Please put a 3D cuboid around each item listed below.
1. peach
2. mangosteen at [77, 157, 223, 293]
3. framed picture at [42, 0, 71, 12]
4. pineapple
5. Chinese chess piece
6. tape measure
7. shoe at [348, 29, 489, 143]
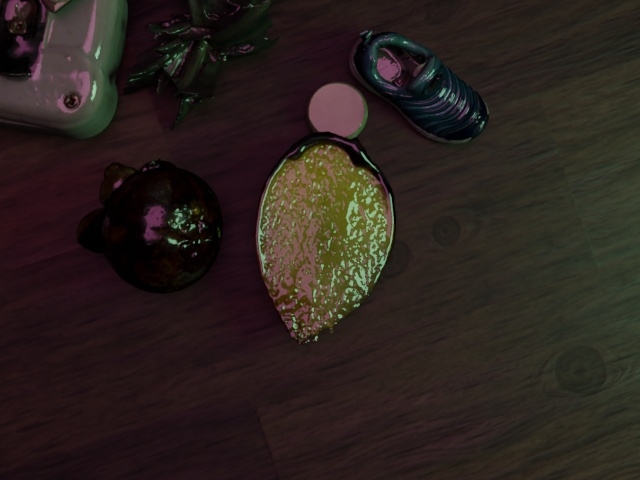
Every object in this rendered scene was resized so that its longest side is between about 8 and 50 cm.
[{"bbox_3d":[0.000,-0.001,1.378,0.189,0.068,0.279,16,85,-8],"label":"peach"},{"bbox_3d":[-0.215,-0.015,1.337,0.184,0.172,0.173,1,87,25],"label":"mangosteen"},{"bbox_3d":[-0.280,-0.451,1.305,0.296,0.019,0.232,-40,72,-2],"label":"framed picture"},{"bbox_3d":[-0.124,-0.311,1.363,0.165,0.165,0.365,28,95,0],"label":"pineapple"},{"bbox_3d":[0.022,-0.171,1.404,0.084,0.034,0.084,0,88,1],"label":"Chinese chess piece"},{"bbox_3d":[-0.390,-0.251,1.351,0.258,0.130,0.265,8,86,3],"label":"tape measure"},{"bbox_3d":[0.130,-0.204,1.372,0.207,0.106,0.092,34,88,-5],"label":"shoe"}]
